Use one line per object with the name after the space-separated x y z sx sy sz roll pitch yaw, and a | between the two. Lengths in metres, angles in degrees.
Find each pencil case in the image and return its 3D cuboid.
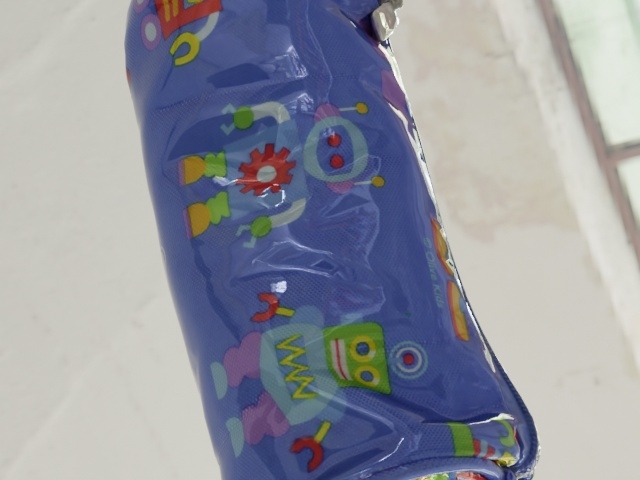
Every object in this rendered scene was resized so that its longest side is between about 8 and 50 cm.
0.000 0.000 0.690 0.119 0.133 0.306 51 -159 -58 | pencil case
